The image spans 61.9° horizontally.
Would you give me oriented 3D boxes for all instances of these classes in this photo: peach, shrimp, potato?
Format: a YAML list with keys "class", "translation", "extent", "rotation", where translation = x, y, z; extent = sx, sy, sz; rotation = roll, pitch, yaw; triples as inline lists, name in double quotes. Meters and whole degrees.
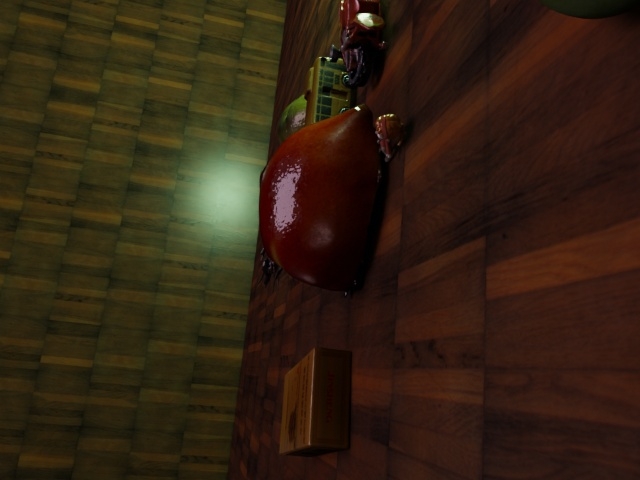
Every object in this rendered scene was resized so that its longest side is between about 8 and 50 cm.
- class: "peach"
  translation: [-0.013, -0.084, 1.008]
  extent: [0.257, 0.201, 0.361]
  rotation: [-108, 26, -66]
- class: "shrimp"
  translation: [-0.120, 0.013, 1.669]
  extent: [0.145, 0.117, 0.343]
  rotation: [-106, 34, -64]
- class: "potato"
  translation: [-0.033, -0.311, 1.444]
  extent: [0.248, 0.144, 0.169]
  rotation: [158, 124, -66]

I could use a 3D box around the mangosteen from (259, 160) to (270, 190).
- class: "mangosteen"
  translation: [-0.094, -0.144, 1.481]
  extent: [0.200, 0.200, 0.199]
  rotation: [-171, 90, -78]

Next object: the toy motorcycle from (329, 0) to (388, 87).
- class: "toy motorcycle"
  translation: [0.080, -0.456, 1.128]
  extent: [0.171, 0.089, 0.298]
  rotation: [113, 161, -46]

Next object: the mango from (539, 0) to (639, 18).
- class: "mango"
  translation: [0.206, -0.283, 0.402]
  extent: [0.156, 0.114, 0.250]
  rotation: [165, 101, -66]

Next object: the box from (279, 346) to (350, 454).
- class: "box"
  translation: [-0.016, 0.329, 1.059]
  extent: [0.274, 0.076, 0.174]
  rotation: [122, 156, -61]

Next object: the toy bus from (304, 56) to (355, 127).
- class: "toy bus"
  translation: [0.018, -0.330, 1.266]
  extent: [0.098, 0.114, 0.200]
  rotation: [131, 146, -67]

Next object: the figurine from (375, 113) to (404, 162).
- class: "figurine"
  translation: [0.115, -0.170, 0.885]
  extent: [0.109, 0.047, 0.064]
  rotation: [74, -168, -67]
